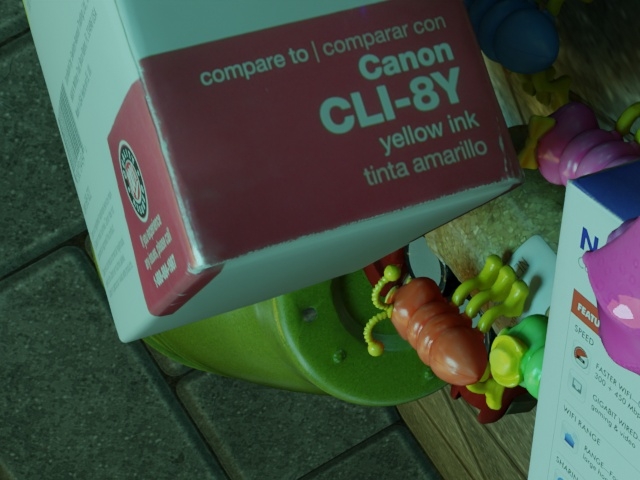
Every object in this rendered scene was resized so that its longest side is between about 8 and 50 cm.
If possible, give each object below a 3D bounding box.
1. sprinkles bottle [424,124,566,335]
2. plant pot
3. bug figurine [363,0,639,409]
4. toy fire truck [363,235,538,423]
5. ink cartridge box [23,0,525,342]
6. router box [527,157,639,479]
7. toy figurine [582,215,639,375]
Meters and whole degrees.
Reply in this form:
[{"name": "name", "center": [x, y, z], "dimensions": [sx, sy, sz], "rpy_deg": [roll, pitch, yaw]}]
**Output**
[{"name": "sprinkles bottle", "center": [0.191, 0.077, 0.762], "dimensions": [0.355, 0.121, 0.121], "rpy_deg": [57, 174, 42]}, {"name": "plant pot", "center": [0.000, 0.000, 1.269], "dimensions": [0.366, 0.366, 0.353], "rpy_deg": [62, 163, -22]}, {"name": "bug figurine", "center": [0.107, -0.009, 0.696], "dimensions": [0.216, 0.072, 0.279], "rpy_deg": [43, 132, 52]}, {"name": "toy fire truck", "center": [0.121, 0.051, 1.054], "dimensions": [0.217, 0.158, 0.246], "rpy_deg": [57, 150, 30]}, {"name": "ink cartridge box", "center": [-0.071, -0.164, 0.673], "dimensions": [0.279, 0.160, 0.385], "rpy_deg": [146, 107, -73]}, {"name": "router box", "center": [0.210, 0.169, 0.497], "dimensions": [0.335, 0.082, 0.301], "rpy_deg": [46, 144, 46]}, {"name": "toy figurine", "center": [0.151, -0.014, 0.404], "dimensions": [0.130, 0.159, 0.173], "rpy_deg": [63, 176, -23]}]
